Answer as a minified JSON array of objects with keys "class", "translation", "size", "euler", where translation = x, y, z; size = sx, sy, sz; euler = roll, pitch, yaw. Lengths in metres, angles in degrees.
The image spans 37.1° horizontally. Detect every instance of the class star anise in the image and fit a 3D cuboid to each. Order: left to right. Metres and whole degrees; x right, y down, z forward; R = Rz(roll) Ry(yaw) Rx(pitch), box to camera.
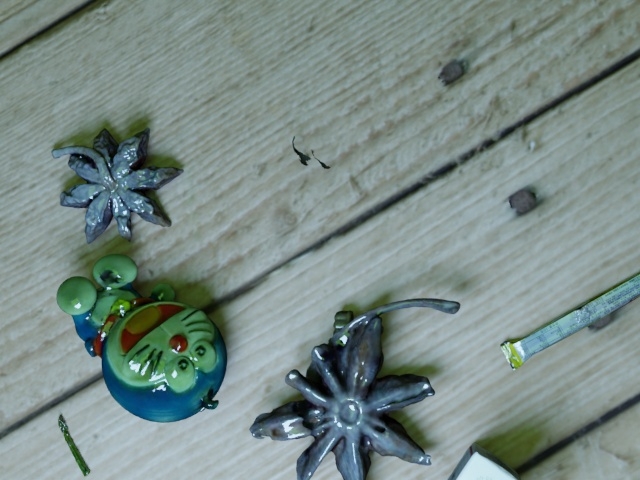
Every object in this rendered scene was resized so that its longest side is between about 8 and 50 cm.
[{"class":"star anise","translation":[-0.370,-0.104,1.667],"size":[0.262,0.081,0.230],"euler":[31,98,9]},{"class":"star anise","translation":[0.064,0.262,1.527],"size":[0.360,0.139,0.315],"euler":[-8,95,-2]}]

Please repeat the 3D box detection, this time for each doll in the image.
[{"class":"doll","translation":[-0.278,0.171,1.561],"size":[0.198,0.186,0.322],"euler":[-32,57,-28]}]

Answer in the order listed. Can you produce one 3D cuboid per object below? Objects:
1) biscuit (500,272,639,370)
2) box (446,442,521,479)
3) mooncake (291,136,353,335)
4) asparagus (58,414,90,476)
[{"class":"biscuit","translation":[0.428,0.120,1.537],"size":[0.292,0.026,0.048],"euler":[-29,82,4]},{"class":"box","translation":[0.176,0.468,1.429],"size":[0.095,0.210,0.330],"euler":[35,89,11]},{"class":"mooncake","translation":[0.013,-0.003,1.595],"size":[0.057,0.150,0.346],"euler":[-11,65,-2]},{"class":"asparagus","translation":[-0.425,0.352,1.638],"size":[0.015,0.014,0.114],"euler":[-32,78,2]}]
